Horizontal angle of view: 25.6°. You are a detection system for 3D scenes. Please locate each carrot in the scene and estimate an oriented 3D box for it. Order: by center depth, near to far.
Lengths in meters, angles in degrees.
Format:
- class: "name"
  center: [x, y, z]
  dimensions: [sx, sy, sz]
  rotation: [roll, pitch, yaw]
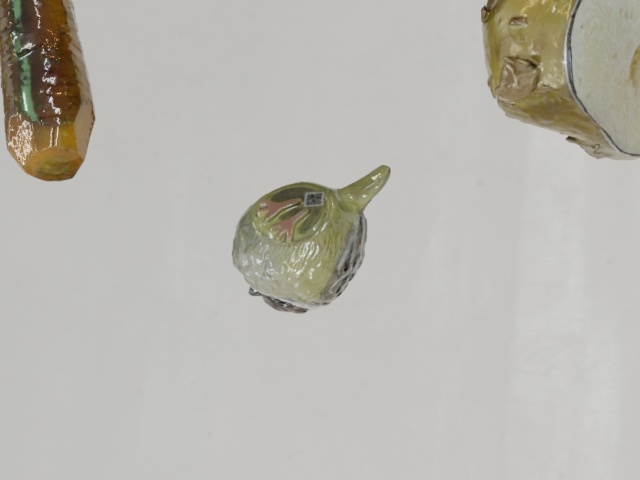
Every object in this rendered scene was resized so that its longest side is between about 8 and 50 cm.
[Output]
- class: "carrot"
  center: [-0.225, -0.168, 1.099]
  dimensions: [0.070, 0.070, 0.260]
  rotation: [-28, 62, 24]

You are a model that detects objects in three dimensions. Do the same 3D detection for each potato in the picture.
- class: "potato"
  center: [0.324, -0.239, 1.777]
  dimensions: [0.196, 0.299, 0.246]
  rotation: [16, 77, 45]

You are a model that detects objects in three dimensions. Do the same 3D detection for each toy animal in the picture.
- class: "toy animal"
  center: [0.000, 0.000, 1.076]
  dimensions: [0.137, 0.098, 0.098]
  rotation: [-28, 71, -10]
